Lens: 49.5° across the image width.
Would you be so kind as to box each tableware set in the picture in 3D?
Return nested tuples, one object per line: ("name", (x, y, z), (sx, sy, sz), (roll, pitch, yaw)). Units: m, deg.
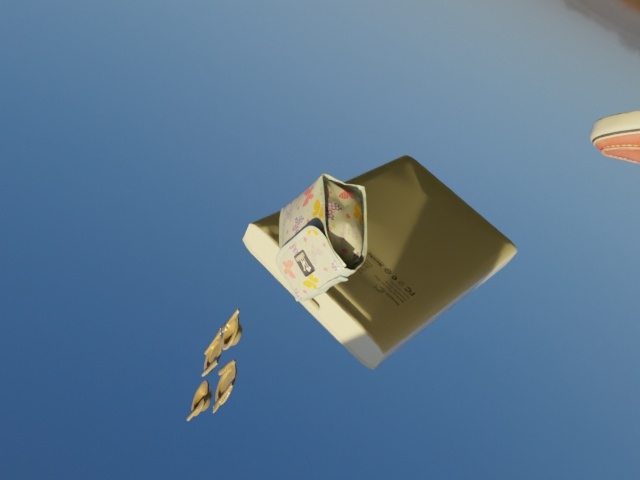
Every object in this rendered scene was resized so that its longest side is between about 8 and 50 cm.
("tableware set", (-0.157, 0.192, 1.053), (0.020, 0.141, 0.168), (25, -137, -21))

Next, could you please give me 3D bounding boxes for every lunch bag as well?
("lunch bag", (0.000, 0.000, 0.552), (0.053, 0.071, 0.083), (14, -119, -30))

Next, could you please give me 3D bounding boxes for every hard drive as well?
("hard drive", (0.085, 0.006, 0.829), (0.203, 0.040, 0.307), (44, -138, 18))

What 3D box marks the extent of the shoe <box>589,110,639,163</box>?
("shoe", (0.296, -0.050, 0.527), (0.178, 0.081, 0.063), (7, 175, 21))
